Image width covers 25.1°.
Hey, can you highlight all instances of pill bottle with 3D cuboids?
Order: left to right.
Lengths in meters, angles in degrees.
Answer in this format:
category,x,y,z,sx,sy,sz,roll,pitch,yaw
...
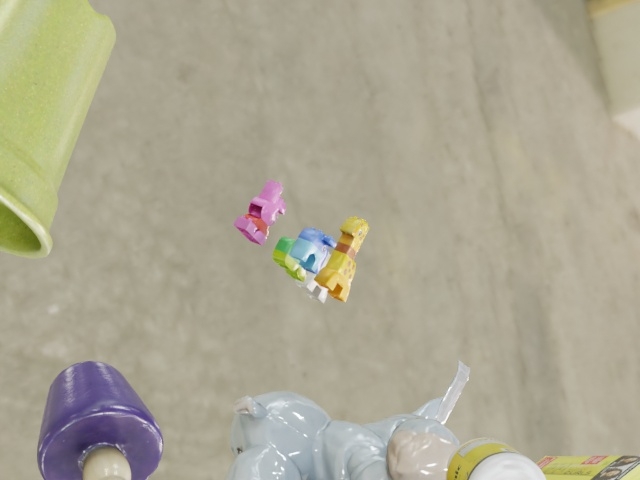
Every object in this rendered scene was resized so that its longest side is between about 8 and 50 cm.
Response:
category,x,y,z,sx,sy,sz,roll,pitch,yaw
pill bottle,0.136,0.192,1.147,0.116,0.065,0.065,-170,-120,-83

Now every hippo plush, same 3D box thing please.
category,x,y,z,sx,sy,sz,roll,pitch,yaw
hippo plush,0.014,0.232,1.519,0.234,0.236,0.294,100,7,-65

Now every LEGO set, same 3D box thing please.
category,x,y,z,sx,sy,sz,roll,pitch,yaw
LEGO set,0.000,0.000,1.688,0.093,0.087,0.227,-63,149,-12

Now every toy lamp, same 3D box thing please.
category,x,y,z,sx,sy,sz,roll,pitch,yaw
toy lamp,-0.111,0.171,0.812,0.080,0.080,0.274,46,9,-38

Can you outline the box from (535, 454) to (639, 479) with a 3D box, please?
category,x,y,z,sx,sy,sz,roll,pitch,yaw
box,0.383,0.350,2.065,0.087,0.232,0.058,-29,97,-30

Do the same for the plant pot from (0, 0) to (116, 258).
category,x,y,z,sx,sy,sz,roll,pitch,yaw
plant pot,-0.353,-0.158,1.534,0.276,0.276,0.254,43,65,-41
